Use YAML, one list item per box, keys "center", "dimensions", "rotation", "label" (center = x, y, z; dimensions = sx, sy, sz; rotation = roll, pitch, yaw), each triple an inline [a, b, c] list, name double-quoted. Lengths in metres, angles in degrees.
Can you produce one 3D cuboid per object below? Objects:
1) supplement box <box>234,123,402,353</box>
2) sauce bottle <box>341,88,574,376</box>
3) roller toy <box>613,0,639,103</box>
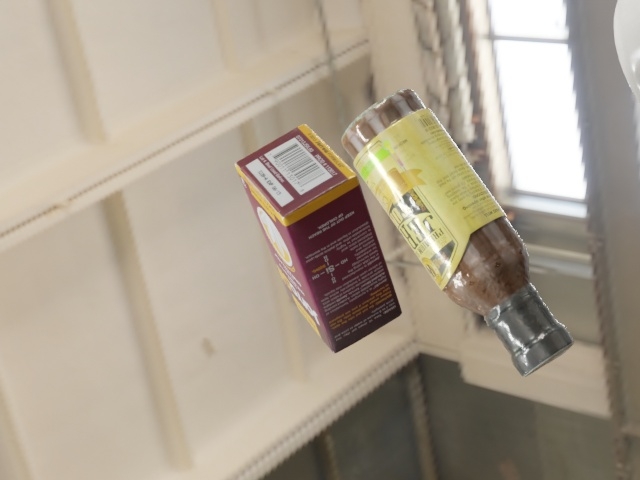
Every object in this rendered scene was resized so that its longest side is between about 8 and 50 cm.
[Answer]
- center: [0.000, 0.000, 1.307]
  dimensions: [0.081, 0.104, 0.188]
  rotation: [-30, -47, -11]
  label: "supplement box"
- center: [0.157, -0.007, 1.560]
  dimensions: [0.111, 0.111, 0.344]
  rotation: [-22, -108, -43]
  label: "sauce bottle"
- center: [0.412, -0.210, 1.444]
  dimensions: [0.191, 0.146, 0.209]
  rotation: [9, -114, -45]
  label: "roller toy"
